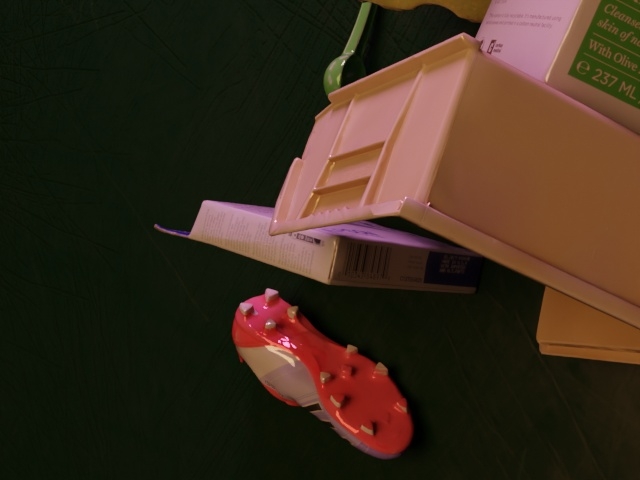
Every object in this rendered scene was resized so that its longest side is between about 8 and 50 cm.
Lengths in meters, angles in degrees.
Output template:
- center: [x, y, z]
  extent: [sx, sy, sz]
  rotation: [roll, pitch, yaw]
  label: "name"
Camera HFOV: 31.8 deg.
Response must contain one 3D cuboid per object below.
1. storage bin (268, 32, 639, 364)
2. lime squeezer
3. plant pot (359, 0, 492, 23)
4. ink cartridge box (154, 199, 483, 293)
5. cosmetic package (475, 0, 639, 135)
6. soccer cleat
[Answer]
- center: [0.130, -0.013, 0.805]
  extent: [0.260, 0.262, 0.123]
  rotation: [-8, 60, 69]
  label: "storage bin"
- center: [0.066, -0.137, 1.121]
  extent: [0.110, 0.059, 0.310]
  rotation: [-20, 69, 7]
  label: "lime squeezer"
- center: [0.128, -0.322, 0.958]
  extent: [0.276, 0.276, 0.254]
  rotation: [21, 111, 40]
  label: "plant pot"
- center: [0.000, 0.000, 1.042]
  extent: [0.224, 0.223, 0.045]
  rotation: [15, 96, 40]
  label: "ink cartridge box"
- center: [0.274, -0.244, 0.789]
  extent: [0.366, 0.197, 0.155]
  rotation: [-67, 18, 7]
  label: "cosmetic package"
- center: [0.000, 0.146, 1.137]
  extent: [0.248, 0.083, 0.095]
  rotation: [37, 140, 32]
  label: "soccer cleat"
